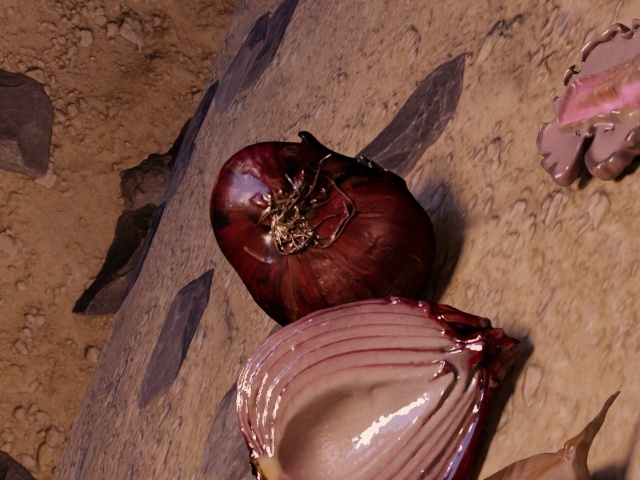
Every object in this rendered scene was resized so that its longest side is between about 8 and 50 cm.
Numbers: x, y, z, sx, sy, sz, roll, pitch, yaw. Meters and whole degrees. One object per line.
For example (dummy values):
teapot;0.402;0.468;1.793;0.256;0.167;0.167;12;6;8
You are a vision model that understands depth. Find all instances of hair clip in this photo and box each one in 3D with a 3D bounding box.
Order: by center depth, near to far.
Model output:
hair clip;0.290;-0.147;1.129;0.173;0.069;0.300;-67;7;-16

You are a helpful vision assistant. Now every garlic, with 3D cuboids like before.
garlic;0.158;0.207;0.975;0.198;0.090;0.128;-54;6;42

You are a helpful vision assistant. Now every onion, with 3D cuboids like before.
onion;0.068;0.164;1.203;0.283;0.227;0.120;-27;-18;9
onion;-0.005;-0.003;1.450;0.221;0.281;0.281;-59;17;0
